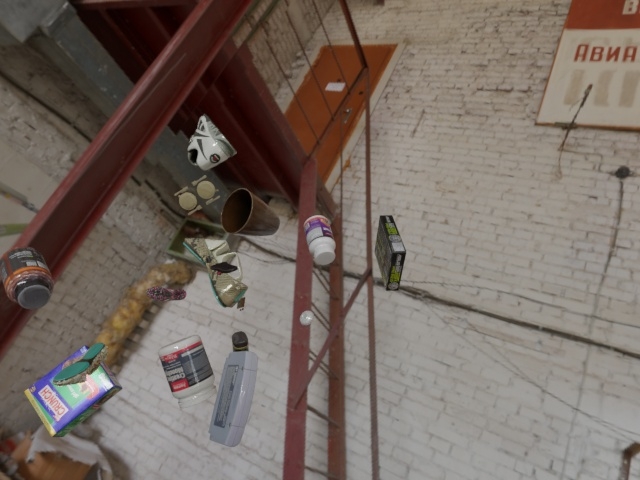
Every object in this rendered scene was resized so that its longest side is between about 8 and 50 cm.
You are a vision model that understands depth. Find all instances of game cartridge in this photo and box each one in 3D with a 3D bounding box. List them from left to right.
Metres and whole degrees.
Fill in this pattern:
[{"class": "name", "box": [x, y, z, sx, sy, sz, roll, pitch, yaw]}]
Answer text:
[{"class": "game cartridge", "box": [-0.293, 0.528, 1.444, 0.062, 0.297, 0.198, 25, -26, -32]}]

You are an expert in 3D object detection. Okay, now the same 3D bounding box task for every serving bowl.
[{"class": "serving bowl", "box": [-0.076, 0.401, 2.230, 0.083, 0.083, 0.027, 6, -29, 42]}]

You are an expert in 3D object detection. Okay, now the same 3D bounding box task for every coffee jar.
[{"class": "coffee jar", "box": [-0.410, 0.561, 2.198, 0.096, 0.079, 0.184, -131, -144, -51]}]

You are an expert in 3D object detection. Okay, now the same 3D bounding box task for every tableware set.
[{"class": "tableware set", "box": [-0.599, -0.222, 2.081, 0.128, 0.194, 0.039, 59, 8, -15]}]

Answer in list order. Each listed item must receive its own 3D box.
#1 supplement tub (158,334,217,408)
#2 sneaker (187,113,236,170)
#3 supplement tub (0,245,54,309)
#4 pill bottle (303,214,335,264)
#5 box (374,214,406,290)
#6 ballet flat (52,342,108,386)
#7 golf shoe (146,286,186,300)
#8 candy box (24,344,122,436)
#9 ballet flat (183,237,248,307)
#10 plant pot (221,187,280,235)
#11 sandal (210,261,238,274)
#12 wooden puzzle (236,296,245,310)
[{"class": "supplement tub", "box": [-0.583, 0.573, 1.884, 0.191, 0.191, 0.272, -27, -97, 64]}, {"class": "sneaker", "box": [-0.393, -0.326, 1.439, 0.122, 0.146, 0.330, 51, 0, -32]}, {"class": "supplement tub", "box": [-0.764, 0.100, 1.112, 0.198, 0.106, 0.106, 34, -11, 41]}, {"class": "pill bottle", "box": [0.000, 0.000, 1.712, 0.108, 0.193, 0.108, -8, -42, -8]}, {"class": "box", "box": [0.298, 0.050, 1.855, 0.060, 0.270, 0.216, -2, -53, -5]}, {"class": "ballet flat", "box": [-0.830, 0.451, 1.503, 0.091, 0.241, 0.077, 0, -72, 12]}, {"class": "golf shoe", "box": [-0.757, 0.268, 2.094, 0.186, 0.067, 0.086, 10, -19, -20]}, {"class": "candy box", "box": [-1.156, 0.703, 2.005, 0.268, 0.317, 0.122, 43, -19, 17]}, {"class": "ballet flat", "box": [-0.466, 0.105, 1.970, 0.483, 0.182, 0.164, 46, -7, 38]}, {"class": "plant pot", "box": [-0.306, -0.103, 1.999, 0.215, 0.215, 0.230, 6, -11, 42]}, {"class": "sandal", "box": [-0.362, 0.113, 1.603, 0.179, 0.067, 0.040, 9, -63, 55]}, {"class": "wooden puzzle", "box": [-0.379, 0.299, 2.037, 0.006, 0.083, 0.049, 13, 9, 28]}]
